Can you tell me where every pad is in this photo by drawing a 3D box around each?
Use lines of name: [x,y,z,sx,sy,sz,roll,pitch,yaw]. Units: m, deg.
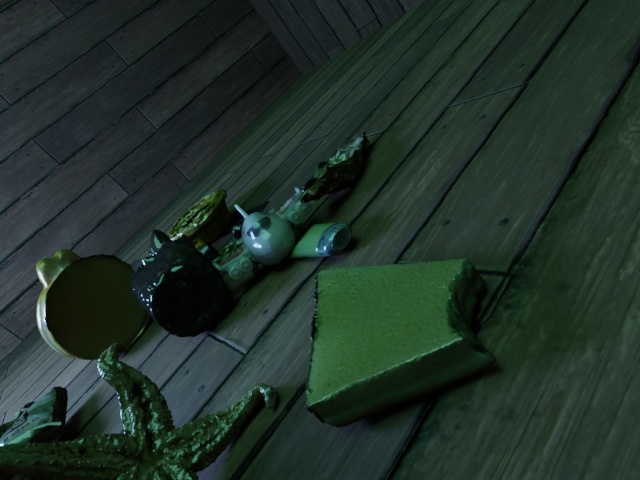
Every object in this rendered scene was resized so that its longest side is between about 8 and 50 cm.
pad: [-0.229,-0.067,1.352,0.157,0.003,0.112,-18,31,42]

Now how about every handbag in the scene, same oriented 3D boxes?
handbag: [-0.626,0.427,0.923,0.213,0.127,0.235,-51,23,-18]

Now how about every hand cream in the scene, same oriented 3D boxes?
hand cream: [0.000,0.000,0.825,0.095,0.046,0.175,-54,17,-17]

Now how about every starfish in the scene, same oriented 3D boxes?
starfish: [-0.205,0.262,0.534,0.326,0.095,0.375,-22,46,-34]

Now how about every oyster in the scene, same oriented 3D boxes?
oyster: [0.033,-0.162,1.017,0.128,0.079,0.345,-16,24,31]

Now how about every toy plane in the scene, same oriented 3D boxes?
toy plane: [-0.127,-0.018,0.962,0.252,0.118,0.252,-32,26,18]

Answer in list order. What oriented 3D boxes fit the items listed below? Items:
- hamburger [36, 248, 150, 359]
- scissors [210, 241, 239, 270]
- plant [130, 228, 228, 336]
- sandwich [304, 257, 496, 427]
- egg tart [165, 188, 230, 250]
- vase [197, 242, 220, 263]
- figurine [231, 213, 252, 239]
hamburger: [-0.619,0.165,1.160,0.186,0.303,0.261,-10,32,44]
scissors: [-0.224,0.048,1.106,0.101,0.027,0.204,-51,23,-16]
plant: [-0.329,0.088,0.986,0.181,0.194,0.320,-44,25,-16]
sandwich: [0.090,0.082,0.524,0.212,0.063,0.245,-29,26,18]
egg tart: [-0.395,-0.057,1.445,0.288,0.118,0.288,-34,24,18]
vase: [-0.374,0.095,1.215,0.211,0.060,0.060,-42,23,0]
figurine: [-0.203,-0.038,1.212,0.059,0.047,0.106,12,38,17]
